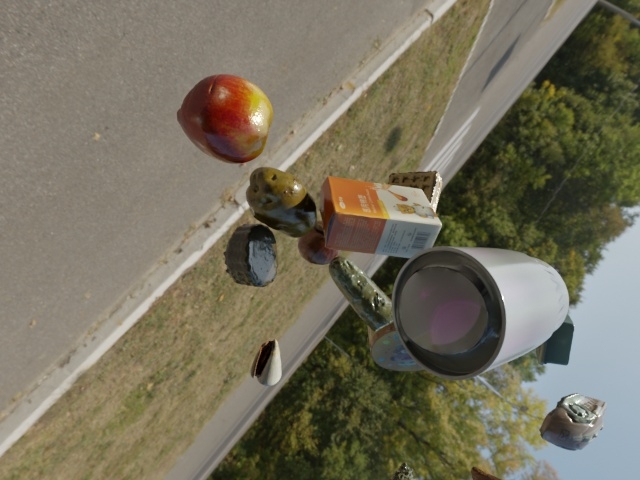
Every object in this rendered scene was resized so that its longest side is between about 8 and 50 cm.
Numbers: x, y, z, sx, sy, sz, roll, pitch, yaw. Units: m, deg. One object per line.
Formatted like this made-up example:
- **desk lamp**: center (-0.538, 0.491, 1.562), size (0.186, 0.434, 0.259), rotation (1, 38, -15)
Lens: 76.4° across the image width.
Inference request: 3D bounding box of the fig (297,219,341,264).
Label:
- **fig**: center (0.000, 0.001, 1.691), size (0.205, 0.205, 0.205), rotation (-50, 168, -14)

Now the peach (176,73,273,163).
- **peach**: center (-0.201, -0.260, 0.876), size (0.190, 0.192, 0.190), rotation (-54, -156, 37)

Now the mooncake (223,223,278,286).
- **mooncake**: center (-0.243, 0.052, 1.435), size (0.228, 0.124, 0.228), rotation (-3, 90, -67)

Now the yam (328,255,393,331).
- **yam**: center (0.154, 0.191, 1.463), size (0.133, 0.330, 0.133), rotation (-41, -176, 3)

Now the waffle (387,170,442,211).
- **waffle**: center (0.423, -0.164, 1.961), size (0.114, 0.261, 0.376), rotation (55, 48, -51)

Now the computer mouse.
- **computer mouse**: center (0.927, 0.651, 1.437), size (0.389, 0.115, 0.199), rotation (4, 114, -28)

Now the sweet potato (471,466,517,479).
- **sweet potato**: center (0.610, 0.799, 1.246), size (0.359, 0.112, 0.112), rotation (4, -139, 48)

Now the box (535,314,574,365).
- **box**: center (0.983, 0.409, 1.724), size (0.162, 0.130, 0.227), rotation (-19, 113, -65)

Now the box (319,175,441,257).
- **box**: center (0.173, -0.074, 1.286), size (0.225, 0.341, 0.143), rotation (-99, -161, -54)

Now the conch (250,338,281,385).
- **conch**: center (-0.180, 0.422, 1.384), size (0.094, 0.104, 0.176), rotation (-70, 173, -57)

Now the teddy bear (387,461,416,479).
- **teddy bear**: center (0.315, 1.053, 1.574), size (0.367, 0.224, 0.357), rotation (-44, 129, -46)

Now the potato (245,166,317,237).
- **potato**: center (-0.119, -0.104, 1.347), size (0.195, 0.176, 0.369), rotation (-34, 153, 1)

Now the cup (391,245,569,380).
- **cup**: center (0.356, 0.140, 0.876), size (0.371, 0.253, 0.253), rotation (1, 132, -38)

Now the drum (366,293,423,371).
- **drum**: center (0.443, 0.456, 2.017), size (0.214, 0.431, 0.431), rotation (-89, -160, -47)
